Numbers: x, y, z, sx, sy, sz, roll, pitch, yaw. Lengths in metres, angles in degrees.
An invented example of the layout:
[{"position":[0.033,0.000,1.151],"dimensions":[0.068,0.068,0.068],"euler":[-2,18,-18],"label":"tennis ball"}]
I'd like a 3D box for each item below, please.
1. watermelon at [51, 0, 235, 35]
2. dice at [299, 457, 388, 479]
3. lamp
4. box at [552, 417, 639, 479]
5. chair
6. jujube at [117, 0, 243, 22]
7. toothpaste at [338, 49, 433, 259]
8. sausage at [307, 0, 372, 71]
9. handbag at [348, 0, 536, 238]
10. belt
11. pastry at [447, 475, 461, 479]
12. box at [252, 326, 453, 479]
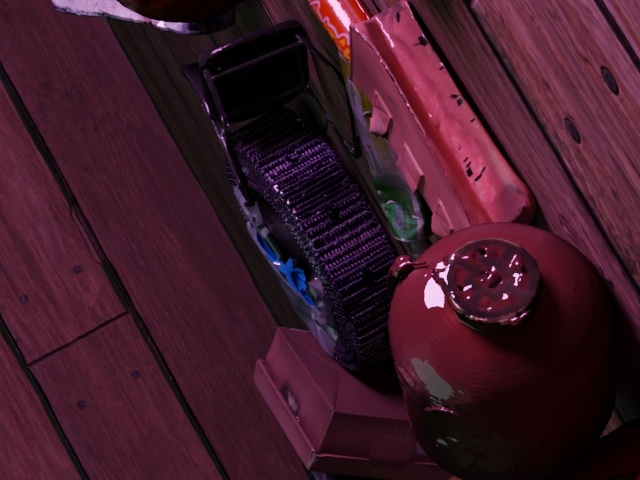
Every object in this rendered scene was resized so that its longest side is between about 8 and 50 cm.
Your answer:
[{"position":[-0.222,-0.338,2.066],"dimensions":[0.320,0.213,0.289],"euler":[-107,-6,-66],"label":"watermelon"},{"position":[0.080,0.322,2.584],"dimensions":[0.183,0.182,0.181],"euler":[55,171,50],"label":"dice"},{"position":[0.135,0.089,1.400],"dimensions":[0.180,0.180,0.258],"euler":[56,170,31],"label":"lamp"},{"position":[0.221,0.207,1.352],"dimensions":[0.074,0.153,0.240],"euler":[65,172,-5],"label":"box"},{"position":[-0.068,-0.174,1.962],"dimensions":[0.145,0.140,0.221],"euler":[77,167,-52],"label":"chair"},{"position":[-0.121,-0.312,1.641],"dimensions":[0.190,0.190,0.255],"euler":[58,159,22],"label":"jujube"},{"position":[0.067,-0.081,1.745],"dimensions":[0.078,0.047,0.248],"euler":[44,160,52],"label":"toothpaste"},{"position":[0.010,-0.216,1.621],"dimensions":[0.050,0.048,0.145],"euler":[4,-131,-52],"label":"sausage"},{"position":[0.094,-0.081,1.504],"dimensions":[0.212,0.059,0.157],"euler":[61,171,15],"label":"handbag"},{"position":[0.000,0.000,2.204],"dimensions":[0.325,0.122,0.260],"euler":[57,165,9],"label":"belt"},{"position":[0.224,0.400,2.094],"dimensions":[0.330,0.136,0.330],"euler":[59,170,17],"label":"pastry"},{"position":[0.053,0.203,2.259],"dimensions":[0.215,0.215,0.086],"euler":[53,128,54],"label":"box"}]
